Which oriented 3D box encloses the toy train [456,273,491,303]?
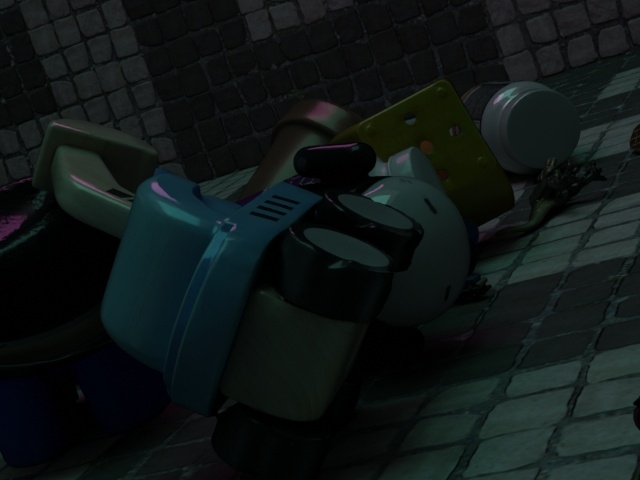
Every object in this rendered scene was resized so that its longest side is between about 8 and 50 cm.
[{"bbox_3d":[0.139,0.065,1.711,0.158,0.036,0.027,-13,12,34],"label":"toy train"}]

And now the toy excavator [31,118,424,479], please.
[{"bbox_3d":[-0.138,0.003,1.392,0.445,0.222,0.433,23,16,6],"label":"toy excavator"}]

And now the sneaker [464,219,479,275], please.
[{"bbox_3d":[0.186,0.013,1.834,0.085,0.058,0.152,-17,12,48],"label":"sneaker"}]

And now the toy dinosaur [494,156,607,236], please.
[{"bbox_3d":[0.341,-0.071,2.000,0.118,0.064,0.268,-34,4,30],"label":"toy dinosaur"}]

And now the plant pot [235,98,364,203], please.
[{"bbox_3d":[-0.024,-0.058,2.192,0.229,0.263,0.263,-44,20,-26],"label":"plant pot"}]

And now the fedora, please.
[{"bbox_3d":[-0.338,0.021,1.631,0.334,0.152,0.334,-7,27,4],"label":"fedora"}]

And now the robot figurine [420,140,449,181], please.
[{"bbox_3d":[0.143,-0.124,2.473,0.158,0.128,0.219,26,-21,-34],"label":"robot figurine"}]

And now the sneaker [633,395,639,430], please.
[{"bbox_3d":[0.277,0.118,1.073,0.077,0.072,0.178,-28,2,14],"label":"sneaker"}]

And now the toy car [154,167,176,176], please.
[{"bbox_3d":[-0.267,0.046,2.302,0.238,0.210,0.219,-50,25,23],"label":"toy car"}]

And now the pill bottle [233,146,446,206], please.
[{"bbox_3d":[0.000,0.000,1.763,0.323,0.181,0.181,-24,8,18],"label":"pill bottle"}]

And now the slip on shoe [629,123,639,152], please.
[{"bbox_3d":[0.536,-0.163,2.188,0.041,0.051,0.135,19,-9,-14],"label":"slip on shoe"}]

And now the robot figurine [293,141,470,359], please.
[{"bbox_3d":[0.038,0.015,1.546,0.278,0.209,0.173,-4,54,46],"label":"robot figurine"}]

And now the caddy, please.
[{"bbox_3d":[-0.324,0.146,1.758,0.241,0.179,0.341,-19,10,-4],"label":"caddy"}]

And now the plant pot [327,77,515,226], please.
[{"bbox_3d":[0.142,-0.107,1.921,0.212,0.212,0.187,-28,-9,-4],"label":"plant pot"}]

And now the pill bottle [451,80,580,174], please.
[{"bbox_3d":[0.338,-0.196,2.389,0.162,0.162,0.278,-21,10,-8],"label":"pill bottle"}]
